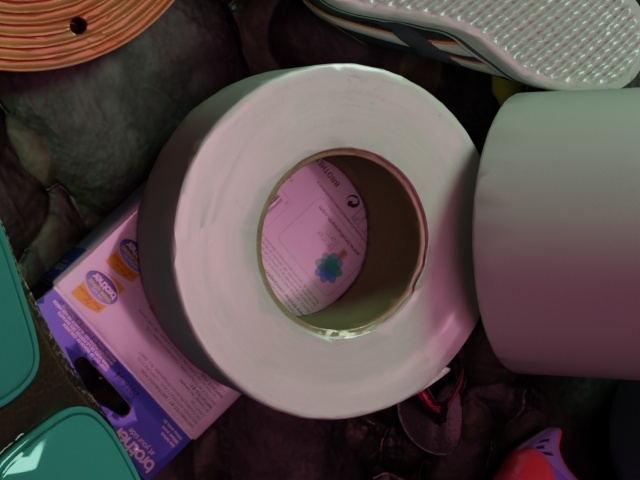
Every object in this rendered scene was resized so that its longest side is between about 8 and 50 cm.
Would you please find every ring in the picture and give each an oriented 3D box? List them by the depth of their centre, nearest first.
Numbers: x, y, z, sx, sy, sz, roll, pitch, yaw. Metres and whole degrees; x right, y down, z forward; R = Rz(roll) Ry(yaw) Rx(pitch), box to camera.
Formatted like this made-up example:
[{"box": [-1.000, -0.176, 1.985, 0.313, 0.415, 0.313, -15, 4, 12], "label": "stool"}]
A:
[{"box": [-0.245, -0.303, 1.055, 0.336, 0.032, 0.337, -2, 95, -22], "label": "ring"}]

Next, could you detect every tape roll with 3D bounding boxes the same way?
[{"box": [0.000, 0.000, 1.080, 0.286, 0.100, 0.286, -2, 94, -25], "label": "tape roll"}, {"box": [0.248, -0.006, 1.102, 0.246, 0.169, 0.246, 1, 89, -62], "label": "tape roll"}]

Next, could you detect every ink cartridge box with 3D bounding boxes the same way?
[{"box": [-0.097, 0.030, 1.125, 0.311, 0.065, 0.186, -45, 109, -17], "label": "ink cartridge box"}]

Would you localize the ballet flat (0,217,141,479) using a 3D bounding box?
[{"box": [-0.260, 0.137, 1.006, 0.164, 0.182, 0.483, -37, 110, -44], "label": "ballet flat"}]

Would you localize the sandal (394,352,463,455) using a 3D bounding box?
[{"box": [0.103, 0.115, 1.226, 0.067, 0.040, 0.179, -7, 97, -23], "label": "sandal"}]

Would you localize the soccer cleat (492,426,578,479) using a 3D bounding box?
[{"box": [0.257, 0.295, 1.288, 0.095, 0.083, 0.248, -42, 105, -20], "label": "soccer cleat"}]

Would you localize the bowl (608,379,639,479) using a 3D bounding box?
[{"box": [0.399, 0.177, 1.274, 0.311, 0.163, 0.312, -9, 108, -29], "label": "bowl"}]

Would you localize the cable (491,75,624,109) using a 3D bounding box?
[{"box": [0.199, -0.075, 1.259, 0.139, 0.072, 0.287, 8, 103, -30], "label": "cable"}]

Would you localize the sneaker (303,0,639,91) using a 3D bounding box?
[{"box": [0.126, -0.213, 1.158, 0.321, 0.127, 0.126, 17, 91, -17], "label": "sneaker"}]
